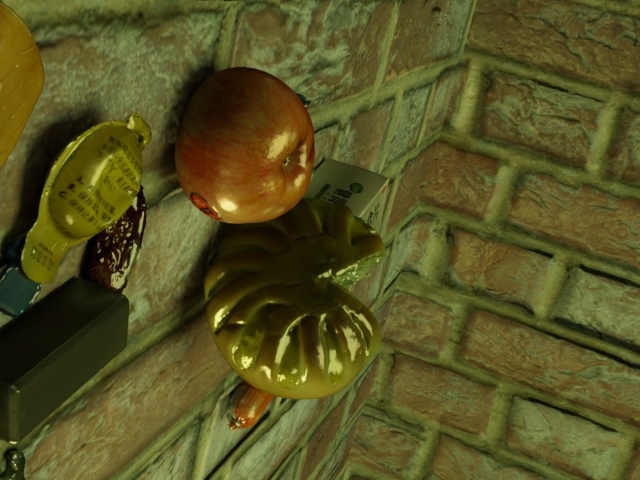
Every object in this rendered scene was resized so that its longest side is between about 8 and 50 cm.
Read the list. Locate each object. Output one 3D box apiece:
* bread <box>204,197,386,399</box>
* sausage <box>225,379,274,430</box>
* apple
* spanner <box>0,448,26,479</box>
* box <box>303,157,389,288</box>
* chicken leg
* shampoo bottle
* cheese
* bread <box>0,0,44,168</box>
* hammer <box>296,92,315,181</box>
[{"bbox_3d":[-0.030,0.080,1.478,0.333,0.333,0.160,-62,-171,-29],"label":"bread"},{"bbox_3d":[-0.122,0.290,1.853,0.234,0.071,0.071,-51,156,-49],"label":"sausage"},{"bbox_3d":[-0.097,-0.120,1.253,0.209,0.164,0.209,19,90,-72],"label":"apple"},{"bbox_3d":[-0.360,0.332,1.178,0.054,0.015,0.254,-57,160,-34],"label":"spanner"},{"bbox_3d":[-0.001,0.002,1.779,0.333,0.145,0.173,-51,153,-50],"label":"box"},{"bbox_3d":[-0.249,0.030,1.140,0.093,0.053,0.205,2,112,-89],"label":"chicken leg"},{"bbox_3d":[-0.302,0.131,1.010,0.246,0.080,0.079,-47,150,-57],"label":"shampoo bottle"},{"bbox_3d":[-0.261,-0.030,0.987,0.250,0.064,0.156,-56,161,-14],"label":"cheese"},{"bbox_3d":[-0.294,-0.106,0.771,0.200,0.077,0.116,-65,156,-22],"label":"bread"},{"bbox_3d":[-0.049,-0.173,1.533,0.116,0.070,0.194,48,39,-35],"label":"hammer"}]
